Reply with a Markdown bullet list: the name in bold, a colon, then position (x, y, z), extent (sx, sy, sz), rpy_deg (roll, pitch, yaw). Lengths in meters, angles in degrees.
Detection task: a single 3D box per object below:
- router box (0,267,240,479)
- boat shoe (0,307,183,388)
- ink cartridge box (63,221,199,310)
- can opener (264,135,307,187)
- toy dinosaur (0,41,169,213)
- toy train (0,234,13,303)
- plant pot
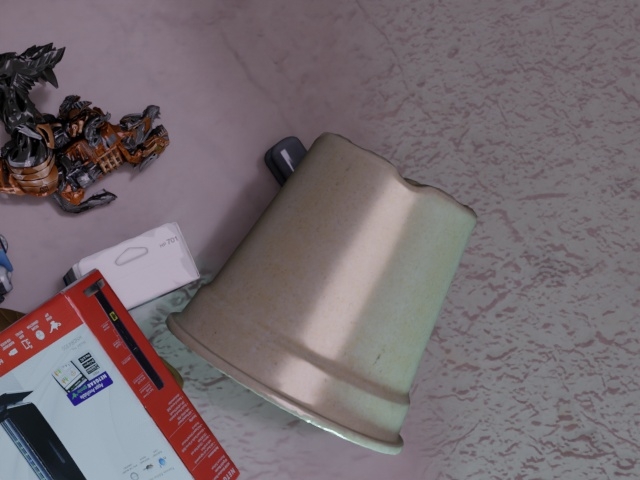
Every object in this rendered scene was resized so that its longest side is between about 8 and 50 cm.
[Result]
- **router box**: position (-0.311, 0.241, 1.657), extent (0.335, 0.082, 0.301), rpy_deg (-33, 95, 28)
- **boat shoe**: position (-0.314, 0.170, 1.764), extent (0.277, 0.098, 0.096), rpy_deg (18, 110, -1)
- **ink cartridge box**: position (-0.241, 0.045, 1.738), extent (0.139, 0.190, 0.082), rpy_deg (-23, 91, -15)
- **can opener**: position (0.000, 0.000, 1.863), extent (0.095, 0.076, 0.283), rpy_deg (-34, 93, -17)
- **toy dinosaur**: position (-0.358, -0.131, 1.753), extent (0.322, 0.164, 0.218), rpy_deg (-22, 108, -36)
- **toy train**: position (-0.469, 0.058, 1.724), extent (0.184, 0.080, 0.105), rpy_deg (-25, 67, -12)
- **plant pot**: position (0.029, 0.047, 1.702), extent (0.333, 0.334, 0.305), rpy_deg (29, 92, -10)
